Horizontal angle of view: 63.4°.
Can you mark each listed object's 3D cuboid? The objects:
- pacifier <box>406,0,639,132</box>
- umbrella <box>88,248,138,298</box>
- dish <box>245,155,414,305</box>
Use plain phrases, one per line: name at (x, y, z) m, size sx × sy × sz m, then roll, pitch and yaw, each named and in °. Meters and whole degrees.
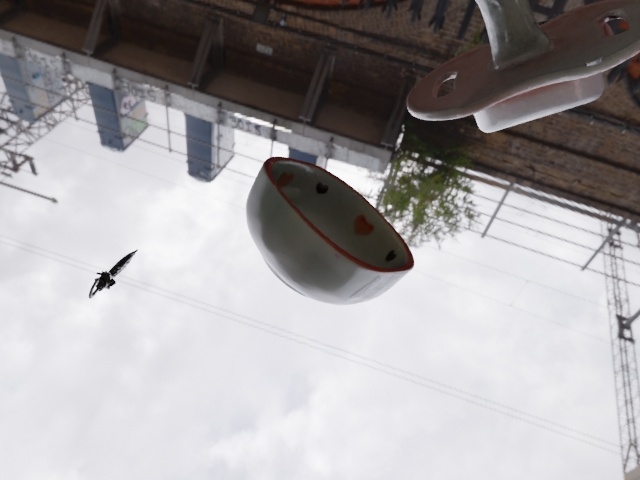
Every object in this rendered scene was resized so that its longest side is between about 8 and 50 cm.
pacifier at (0.263, -0.261, 0.684) m, size 0.332 × 0.273 × 0.220 m, roll -14°, pitch -113°, yaw 28°
umbrella at (-0.218, 0.034, 0.550) m, size 0.022 × 0.022 × 0.149 m, roll 20°, pitch -171°, yaw -7°
dish at (0.000, 0.000, 0.737) m, size 0.256 × 0.117 × 0.256 m, roll 32°, pitch -156°, yaw -16°
